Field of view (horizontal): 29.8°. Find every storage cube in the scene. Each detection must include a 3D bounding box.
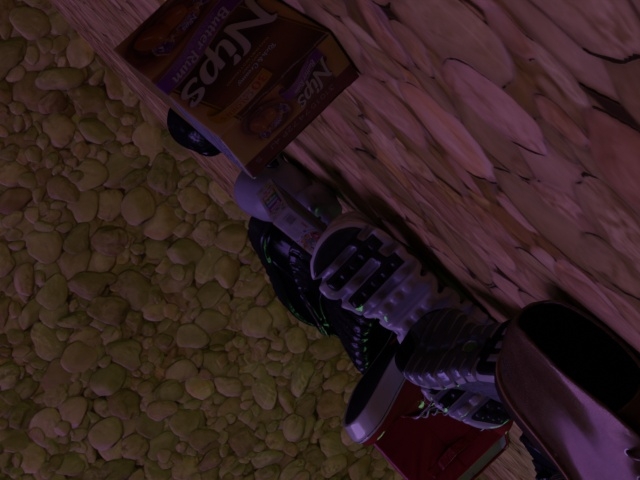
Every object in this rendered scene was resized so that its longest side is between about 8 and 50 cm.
[{"bbox_3d":[0.204,0.348,2.143,0.193,0.183,0.215,46,176,20],"label":"storage cube"}]

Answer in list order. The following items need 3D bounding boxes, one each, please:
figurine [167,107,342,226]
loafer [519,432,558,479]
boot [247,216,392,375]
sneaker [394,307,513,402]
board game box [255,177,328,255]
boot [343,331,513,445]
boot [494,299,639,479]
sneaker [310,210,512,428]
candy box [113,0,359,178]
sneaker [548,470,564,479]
[{"bbox_3d":[-0.068,-0.089,1.460,0.215,0.092,0.209,47,171,-28],"label":"figurine"},{"bbox_3d":[0.338,0.347,1.490,0.302,0.095,0.109,47,175,-18],"label":"loafer"},{"bbox_3d":[0.047,0.093,1.679,0.260,0.131,0.348,40,175,31],"label":"boot"},{"bbox_3d":[0.168,0.135,1.126,0.132,0.086,0.228,41,165,-20],"label":"sneaker"},{"bbox_3d":[0.000,0.000,1.352,0.154,0.026,0.103,40,-173,-23],"label":"board game box"},{"bbox_3d":[0.136,0.184,1.351,0.176,0.088,0.244,45,-140,-3],"label":"boot"},{"bbox_3d":[0.237,0.164,0.851,0.305,0.112,0.115,46,165,24],"label":"boot"},{"bbox_3d":[0.112,0.077,1.272,0.292,0.110,0.118,47,-168,-12],"label":"sneaker"},{"bbox_3d":[-0.067,-0.134,0.900,0.186,0.109,0.053,40,173,46],"label":"candy box"},{"bbox_3d":[0.319,0.306,1.233,0.121,0.112,0.299,47,175,-11],"label":"sneaker"}]
